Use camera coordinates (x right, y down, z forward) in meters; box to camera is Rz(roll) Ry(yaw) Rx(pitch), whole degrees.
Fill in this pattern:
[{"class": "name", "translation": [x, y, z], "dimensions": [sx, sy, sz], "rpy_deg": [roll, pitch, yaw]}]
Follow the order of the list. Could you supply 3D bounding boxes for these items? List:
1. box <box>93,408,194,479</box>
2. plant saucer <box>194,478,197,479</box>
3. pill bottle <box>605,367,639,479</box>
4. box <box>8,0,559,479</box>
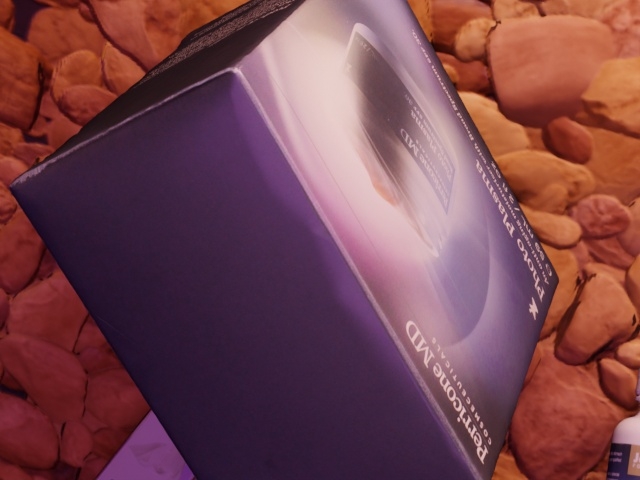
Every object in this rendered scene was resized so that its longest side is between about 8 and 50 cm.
[{"class": "box", "translation": [-0.109, 0.149, 1.239], "dimensions": [0.063, 0.067, 0.324], "rpy_deg": [38, 121, -1]}, {"class": "plant saucer", "translation": [0.029, 0.277, 1.264], "dimensions": [0.310, 0.050, 0.311], "rpy_deg": [8, 118, 15]}, {"class": "pill bottle", "translation": [0.249, 0.178, 1.080], "dimensions": [0.094, 0.094, 0.169], "rpy_deg": [7, 82, 16]}, {"class": "box", "translation": [0.000, 0.000, 0.998], "dimensions": [0.182, 0.294, 0.296], "rpy_deg": [-24, 106, 27]}]
